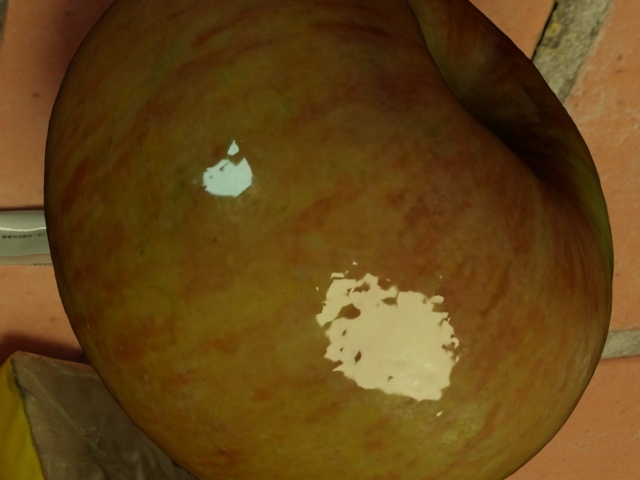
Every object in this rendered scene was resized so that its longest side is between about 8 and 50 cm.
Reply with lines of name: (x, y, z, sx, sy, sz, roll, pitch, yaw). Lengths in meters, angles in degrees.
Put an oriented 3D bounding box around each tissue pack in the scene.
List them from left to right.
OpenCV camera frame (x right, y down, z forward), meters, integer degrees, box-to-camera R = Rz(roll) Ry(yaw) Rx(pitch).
tissue pack: (-0.234, 0.309, 1.255, 0.293, 0.228, 0.382, 17, 122, -40)

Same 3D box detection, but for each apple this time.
apple: (0.000, 0.000, 0.932, 0.400, 0.400, 0.333, 21, 128, -41)

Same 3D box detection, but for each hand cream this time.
hand cream: (-0.204, 0.000, 1.098, 0.216, 0.038, 0.052, 0, 109, -20)
